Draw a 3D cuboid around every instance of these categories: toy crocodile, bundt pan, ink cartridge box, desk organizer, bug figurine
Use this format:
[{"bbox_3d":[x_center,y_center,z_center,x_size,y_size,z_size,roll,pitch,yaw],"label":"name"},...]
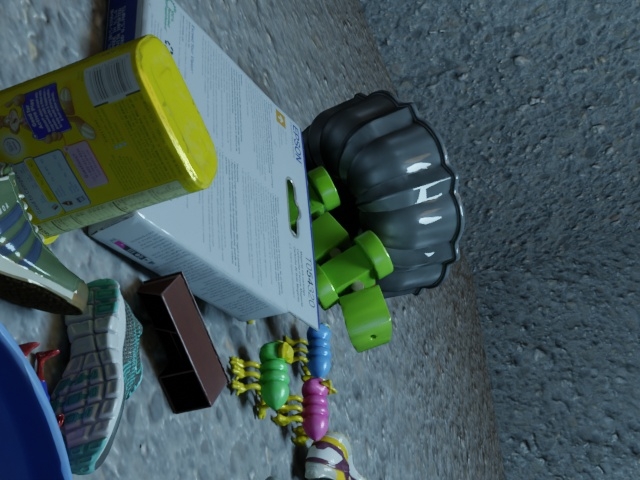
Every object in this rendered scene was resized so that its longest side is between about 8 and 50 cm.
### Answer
[{"bbox_3d":[0.000,0.000,1.096,0.340,0.115,0.105,55,-10,27],"label":"toy crocodile"},{"bbox_3d":[0.061,-0.055,1.199,0.124,0.331,0.330,-19,95,-31],"label":"bundt pan"},{"bbox_3d":[-0.121,-0.082,0.909,0.330,0.071,0.324,42,35,-49],"label":"ink cartridge box"},{"bbox_3d":[-0.141,0.102,0.778,0.050,0.047,0.130,-58,131,-65],"label":"desk organizer"},{"bbox_3d":[-0.038,0.145,1.027,0.279,0.072,0.216,55,26,-49],"label":"bug figurine"}]

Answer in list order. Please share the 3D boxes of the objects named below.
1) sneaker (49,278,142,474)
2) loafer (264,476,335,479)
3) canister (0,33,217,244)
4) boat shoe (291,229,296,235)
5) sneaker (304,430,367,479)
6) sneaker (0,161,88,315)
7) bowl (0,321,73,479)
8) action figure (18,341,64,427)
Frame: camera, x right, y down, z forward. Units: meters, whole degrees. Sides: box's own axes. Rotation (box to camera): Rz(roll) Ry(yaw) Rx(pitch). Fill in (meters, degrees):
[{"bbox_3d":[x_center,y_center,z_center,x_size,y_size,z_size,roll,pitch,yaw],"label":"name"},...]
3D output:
[{"bbox_3d":[-0.173,0.115,0.643,0.076,0.065,0.166,61,23,-49],"label":"sneaker"},{"bbox_3d":[0.010,0.340,0.929,0.319,0.112,0.111,42,52,-60],"label":"loafer"},{"bbox_3d":[-0.178,-0.072,0.595,0.073,0.170,0.126,-75,146,-59],"label":"canister"},{"bbox_3d":[-0.076,-0.015,1.022,0.125,0.046,0.038,45,14,11],"label":"boat shoe"},{"bbox_3d":[0.022,0.346,1.073,0.185,0.070,0.084,64,36,-31],"label":"sneaker"},{"bbox_3d":[-0.225,-0.013,0.550,0.192,0.064,0.086,42,51,-56],"label":"sneaker"},{"bbox_3d":[-0.225,0.165,0.202,0.391,0.077,0.391,-16,108,-63],"label":"bowl"},{"bbox_3d":[-0.207,0.133,0.572,0.038,0.030,0.115,53,28,-62],"label":"action figure"}]
